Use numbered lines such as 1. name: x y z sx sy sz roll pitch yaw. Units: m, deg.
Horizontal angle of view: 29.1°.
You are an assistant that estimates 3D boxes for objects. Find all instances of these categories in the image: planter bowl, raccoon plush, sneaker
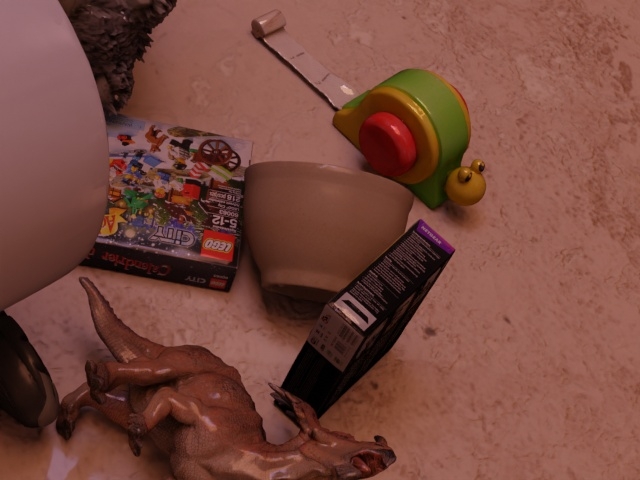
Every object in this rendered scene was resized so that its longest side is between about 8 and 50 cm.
1. planter bowl: 0.000 0.000 1.153 0.162 0.162 0.109 11 80 -9
2. raccoon plush: -0.170 -0.322 1.271 0.299 0.216 0.446 42 54 19
3. sneaker: -0.326 0.079 1.033 0.267 0.101 0.106 38 64 22

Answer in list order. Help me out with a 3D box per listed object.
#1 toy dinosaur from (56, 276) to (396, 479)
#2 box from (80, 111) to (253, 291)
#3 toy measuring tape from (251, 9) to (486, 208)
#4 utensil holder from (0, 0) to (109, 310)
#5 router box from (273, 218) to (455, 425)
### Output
1. toy dinosaur: -0.092 0.144 1.034 0.200 0.127 0.296 -17 49 -35
2. box: -0.188 -0.047 1.184 0.233 0.044 0.159 11 52 -9
3. toy measuring tape: 0.056 -0.162 1.300 0.121 0.121 0.330 -33 70 -33
4. utensil holder: -0.378 -0.036 0.804 0.327 0.328 0.385 45 44 16
5. router box: 0.036 0.077 1.078 0.046 0.179 0.133 42 53 11
